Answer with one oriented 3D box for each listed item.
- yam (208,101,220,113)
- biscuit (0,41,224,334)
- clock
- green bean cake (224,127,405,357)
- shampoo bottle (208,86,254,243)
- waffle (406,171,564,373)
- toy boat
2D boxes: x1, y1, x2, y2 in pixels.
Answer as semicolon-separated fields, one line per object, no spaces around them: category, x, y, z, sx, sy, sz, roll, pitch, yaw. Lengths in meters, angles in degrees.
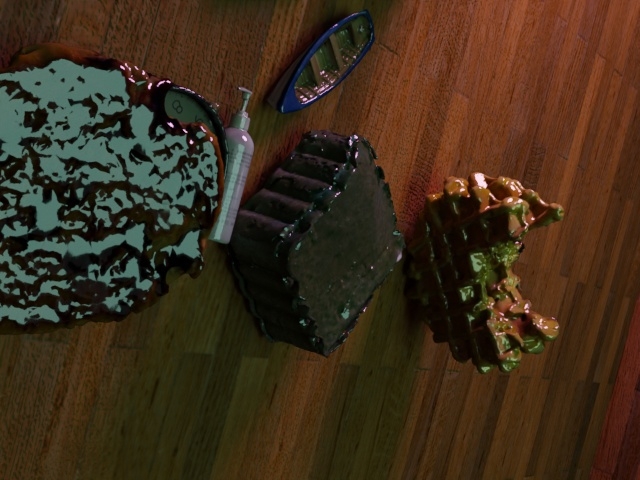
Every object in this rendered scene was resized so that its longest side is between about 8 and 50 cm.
yam;-0.161;-0.124;1.123;0.116;0.021;0.021;-54;139;-23
biscuit;-0.257;-0.050;0.933;0.334;0.081;0.289;1;102;-35
clock;-0.185;-0.092;1.061;0.184;0.040;0.185;-15;112;-39
green bean cake;0.000;0.000;1.290;0.255;0.132;0.241;-55;140;-28
shampoo bottle;-0.116;-0.095;1.163;0.056;0.056;0.195;17;89;-54
waffle;0.278;0.050;1.566;0.151;0.261;0.324;-16;112;-41
toy boat;-0.001;-0.242;1.271;0.229;0.046;0.080;-48;137;-31
